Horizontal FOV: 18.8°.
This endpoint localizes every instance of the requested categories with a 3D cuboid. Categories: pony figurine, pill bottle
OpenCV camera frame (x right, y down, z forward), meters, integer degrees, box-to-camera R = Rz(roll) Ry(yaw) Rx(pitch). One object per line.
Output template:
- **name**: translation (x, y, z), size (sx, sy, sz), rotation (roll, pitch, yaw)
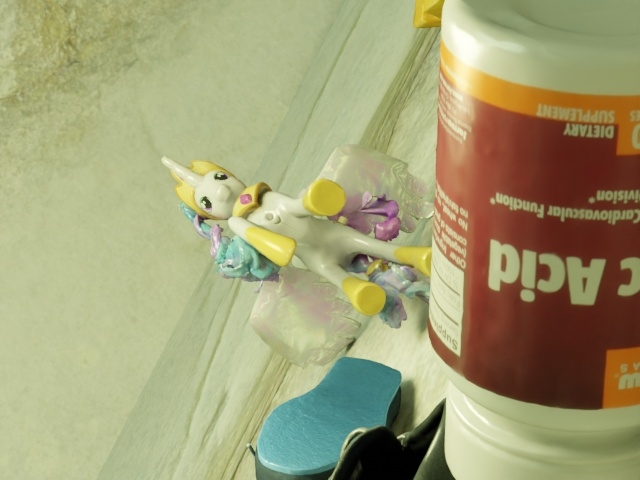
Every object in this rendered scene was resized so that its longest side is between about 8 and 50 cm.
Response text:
- **pony figurine**: translation (0.000, 0.000, 2.398), size (0.363, 0.351, 0.303), rotation (21, 83, 58)
- **pill bottle**: translation (0.194, 0.003, 1.459), size (0.224, 0.224, 0.392), rotation (-85, -4, -63)

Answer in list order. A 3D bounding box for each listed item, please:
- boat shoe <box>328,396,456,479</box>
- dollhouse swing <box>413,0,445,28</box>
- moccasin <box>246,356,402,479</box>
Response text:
- **boat shoe**: translation (0.067, 0.260, 1.836), size (0.500, 0.156, 0.187), rotation (-39, 25, 59)
- **dollhouse swing**: translation (0.274, -0.470, 2.360), size (0.347, 0.315, 0.305), rotation (-32, 69, 63)
- **moccasin**: translation (0.021, 0.232, 2.121), size (0.342, 0.137, 0.117), rotation (-29, -46, -64)
